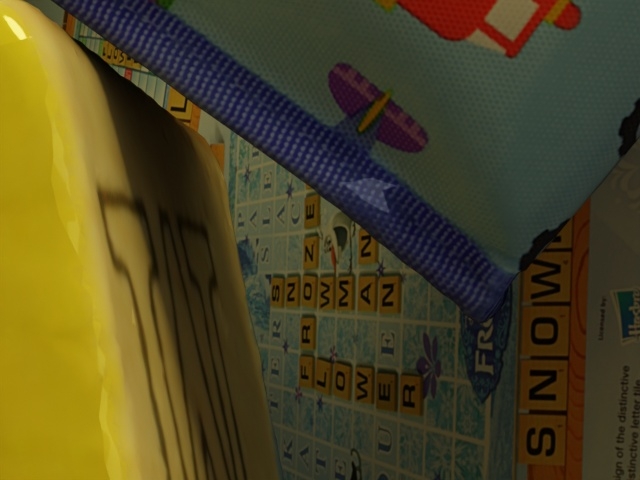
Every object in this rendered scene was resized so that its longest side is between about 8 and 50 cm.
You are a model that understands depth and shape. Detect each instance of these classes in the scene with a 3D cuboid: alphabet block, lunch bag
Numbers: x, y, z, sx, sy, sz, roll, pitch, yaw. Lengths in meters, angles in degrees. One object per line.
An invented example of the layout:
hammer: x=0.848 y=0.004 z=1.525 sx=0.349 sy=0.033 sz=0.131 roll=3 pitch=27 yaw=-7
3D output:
alphabet block: x=-0.108 y=0.074 z=0.417 sx=0.197 sy=0.192 sz=0.193 roll=40 pitch=37 yaw=-84
lunch bag: x=-0.023 y=-0.167 z=0.361 sx=0.293 sy=0.138 sz=0.221 roll=35 pitch=104 yaw=-13

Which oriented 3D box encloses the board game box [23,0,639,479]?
board game box: x=0.000 y=0.000 z=0.561 sx=0.066 sy=0.318 sz=0.319 roll=9 pitch=86 yaw=-51
